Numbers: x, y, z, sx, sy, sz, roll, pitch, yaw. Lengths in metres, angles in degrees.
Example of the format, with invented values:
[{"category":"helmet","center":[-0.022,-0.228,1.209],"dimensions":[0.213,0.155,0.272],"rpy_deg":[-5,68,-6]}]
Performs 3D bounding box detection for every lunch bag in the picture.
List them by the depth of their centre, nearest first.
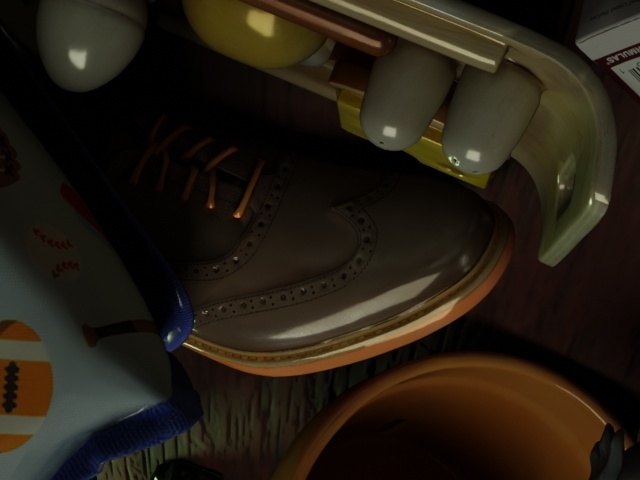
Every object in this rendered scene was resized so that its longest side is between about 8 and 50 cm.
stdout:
[{"category":"lunch bag","center":[-0.233,-0.004,0.839],"dimensions":[0.328,0.239,0.385],"rpy_deg":[53,175,-6]}]

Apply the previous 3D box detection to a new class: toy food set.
[{"category":"toy food set","center":[-0.016,-0.068,0.777],"dimensions":[0.306,0.092,0.220],"rpy_deg":[24,174,5]}]

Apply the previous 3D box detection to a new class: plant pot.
[{"category":"plant pot","center":[0.073,0.231,1.167],"dimensions":[0.291,0.291,0.203],"rpy_deg":[25,164,-14]}]

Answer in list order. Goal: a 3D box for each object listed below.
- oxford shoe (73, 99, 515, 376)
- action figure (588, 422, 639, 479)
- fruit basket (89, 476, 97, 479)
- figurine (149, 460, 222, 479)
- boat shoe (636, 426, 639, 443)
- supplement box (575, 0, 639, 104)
[{"category":"oxford shoe","center":[-0.067,-0.009,0.975],"dimensions":[0.363,0.130,0.133],"rpy_deg":[-1,139,28]},{"category":"action figure","center":[0.302,0.261,0.972],"dimensions":[0.370,0.276,0.248],"rpy_deg":[26,131,-9]},{"category":"fruit basket","center":[-0.392,0.175,1.322],"dimensions":[0.392,0.283,0.392],"rpy_deg":[-2,144,-2]},{"category":"figurine","center":[-0.074,0.325,1.426],"dimensions":[0.215,0.209,0.092],"rpy_deg":[19,149,-3]},{"category":"boat shoe","center":[0.286,0.105,1.030],"dimensions":[0.070,0.078,0.219],"rpy_deg":[29,145,-18]},{"category":"supplement box","center":[0.220,-0.075,0.722],"dimensions":[0.239,0.130,0.073],"rpy_deg":[37,144,-31]}]
